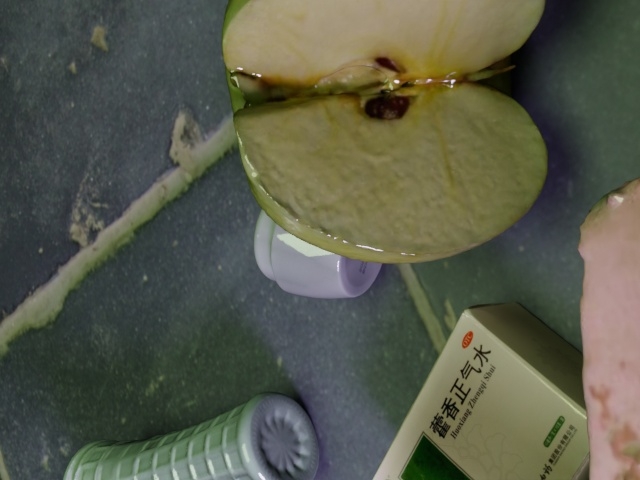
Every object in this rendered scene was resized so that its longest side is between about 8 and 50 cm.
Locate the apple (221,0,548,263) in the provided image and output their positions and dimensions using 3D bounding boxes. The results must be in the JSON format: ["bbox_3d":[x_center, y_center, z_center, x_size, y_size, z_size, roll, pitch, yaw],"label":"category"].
[{"bbox_3d":[0.049,-0.137,0.946,0.233,0.257,0.295,-113,16,-73],"label":"apple"}]

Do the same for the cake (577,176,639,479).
[{"bbox_3d":[0.361,0.065,0.675,0.306,0.314,0.293,-10,85,50],"label":"cake"}]

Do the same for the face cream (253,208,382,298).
[{"bbox_3d":[0.000,0.000,1.103,0.104,0.117,0.117,14,103,31],"label":"face cream"}]

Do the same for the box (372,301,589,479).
[{"bbox_3d":[0.162,0.186,0.994,0.168,0.095,0.212,41,119,34],"label":"box"}]

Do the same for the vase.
[{"bbox_3d":[-0.143,0.259,1.243,0.298,0.143,0.143,-25,78,38],"label":"vase"}]
